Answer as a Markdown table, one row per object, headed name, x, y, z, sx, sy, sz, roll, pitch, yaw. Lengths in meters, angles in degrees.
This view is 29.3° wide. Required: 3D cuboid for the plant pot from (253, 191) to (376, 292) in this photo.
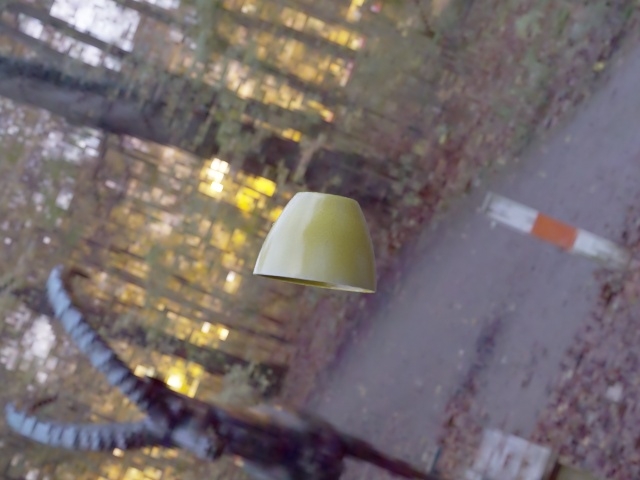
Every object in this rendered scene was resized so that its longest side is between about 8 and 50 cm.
| name | x | y | z | sx | sy | sz | roll | pitch | yaw |
| --- | --- | --- | --- | --- | --- | --- | --- | --- | --- |
| plant pot | 0.000 | 0.000 | 1.322 | 0.134 | 0.134 | 0.095 | 135 | 143 | -84 |
